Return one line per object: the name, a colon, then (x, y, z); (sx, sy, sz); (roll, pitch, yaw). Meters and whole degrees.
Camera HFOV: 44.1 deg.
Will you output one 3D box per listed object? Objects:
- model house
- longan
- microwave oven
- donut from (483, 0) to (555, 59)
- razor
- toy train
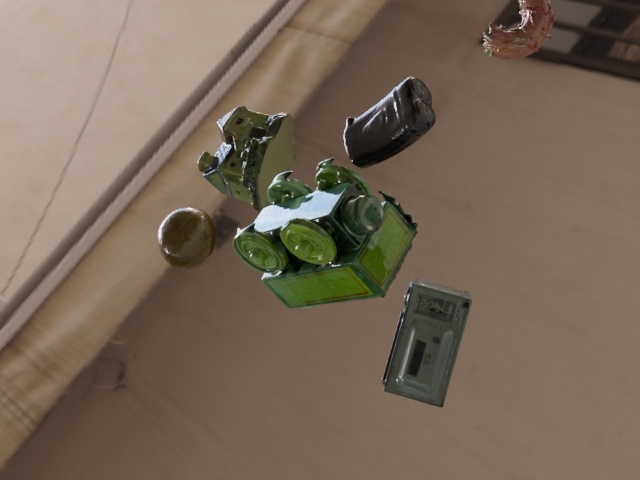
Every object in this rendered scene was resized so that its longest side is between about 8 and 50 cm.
model house: (-0.185, -0.206, 1.883); (0.195, 0.189, 0.214); (75, -143, -60)
longan: (-0.154, -0.003, 0.935); (0.083, 0.075, 0.075); (-22, -52, -66)
microwave oven: (0.199, 0.186, 1.493); (0.162, 0.123, 0.208); (-13, -62, -80)
donut: (0.400, -0.424, 1.551); (0.166, 0.117, 0.065); (-62, -13, 7)
razor: (0.099, -0.165, 1.144); (0.054, 0.148, 0.090); (18, -125, -37)
toy train: (0.000, 0.000, 1.177); (0.188, 0.272, 0.159); (48, -126, -24)
